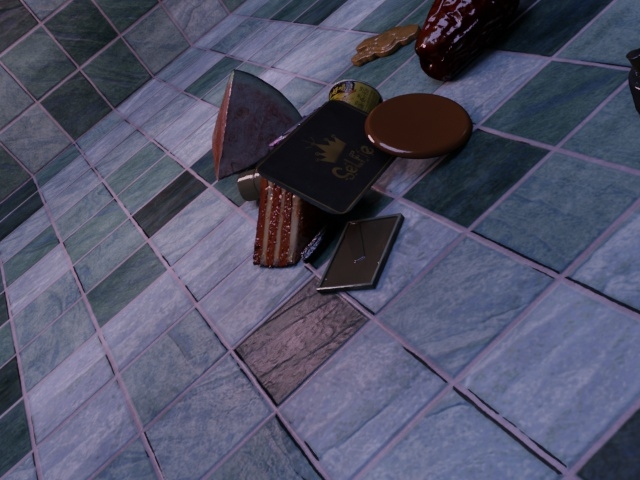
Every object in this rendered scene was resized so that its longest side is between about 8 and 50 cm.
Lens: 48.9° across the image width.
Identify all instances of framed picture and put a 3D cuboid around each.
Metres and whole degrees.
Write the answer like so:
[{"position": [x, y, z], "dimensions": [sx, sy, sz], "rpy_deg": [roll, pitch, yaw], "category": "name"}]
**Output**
[{"position": [0.085, 0.026, 1.498], "dimensions": [0.150, 0.015, 0.203], "rpy_deg": [-9, 42, 38], "category": "framed picture"}]

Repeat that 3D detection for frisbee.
[{"position": [0.227, -0.272, 1.641], "dimensions": [0.250, 0.021, 0.251], "rpy_deg": [-4, 46, 4], "category": "frisbee"}]

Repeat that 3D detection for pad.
[{"position": [0.070, -0.210, 1.622], "dimensions": [0.314, 0.063, 0.375], "rpy_deg": [29, 49, 14], "category": "pad"}]

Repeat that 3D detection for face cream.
[{"position": [-0.057, -0.181, 1.855], "dimensions": [0.341, 0.084, 0.137], "rpy_deg": [-13, 28, 24], "category": "face cream"}]

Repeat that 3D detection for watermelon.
[{"position": [-0.239, -0.319, 1.990], "dimensions": [0.283, 0.251, 0.292], "rpy_deg": [-30, 1, 40], "category": "watermelon"}]

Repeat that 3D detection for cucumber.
[{"position": [0.001, 0.000, 1.596], "dimensions": [0.135, 0.033, 0.034], "rpy_deg": [-48, 36, -17], "category": "cucumber"}]

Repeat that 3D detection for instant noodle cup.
[{"position": [0.080, -0.331, 1.851], "dimensions": [0.151, 0.151, 0.122], "rpy_deg": [-12, 46, 35], "category": "instant noodle cup"}]

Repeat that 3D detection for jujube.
[{"position": [0.376, -0.579, 1.846], "dimensions": [0.342, 0.216, 0.216], "rpy_deg": [-56, 35, -7], "category": "jujube"}]

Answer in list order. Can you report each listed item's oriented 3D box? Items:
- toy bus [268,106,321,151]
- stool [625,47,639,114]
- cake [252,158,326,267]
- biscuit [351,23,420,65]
[{"position": [-0.033, -0.284, 1.878], "dimensions": [0.112, 0.090, 0.274], "rpy_deg": [-16, 18, 30], "category": "toy bus"}, {"position": [0.640, -0.323, 1.292], "dimensions": [0.153, 0.139, 0.228], "rpy_deg": [-21, 38, 22], "category": "stool"}, {"position": [-0.083, -0.080, 1.665], "dimensions": [0.158, 0.160, 0.262], "rpy_deg": [1, 49, 41], "category": "cake"}, {"position": [0.203, -0.618, 2.205], "dimensions": [0.236, 0.040, 0.144], "rpy_deg": [-16, 43, 34], "category": "biscuit"}]
